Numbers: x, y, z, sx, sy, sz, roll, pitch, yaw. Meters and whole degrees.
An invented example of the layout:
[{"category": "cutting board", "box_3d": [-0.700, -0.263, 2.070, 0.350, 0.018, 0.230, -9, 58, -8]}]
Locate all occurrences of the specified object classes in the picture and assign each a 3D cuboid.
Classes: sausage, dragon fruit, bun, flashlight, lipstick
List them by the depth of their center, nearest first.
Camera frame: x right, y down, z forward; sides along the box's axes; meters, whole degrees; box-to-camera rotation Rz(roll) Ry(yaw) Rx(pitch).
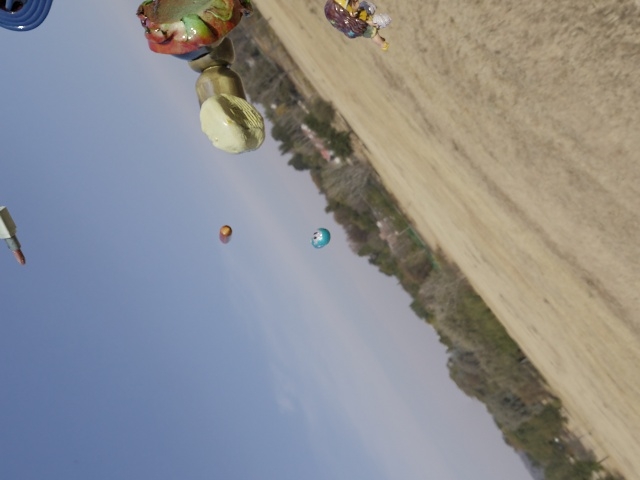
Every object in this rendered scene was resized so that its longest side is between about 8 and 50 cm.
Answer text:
[{"category": "lipstick", "box_3d": [-0.519, -0.005, 0.867, 0.025, 0.025, 0.107, -83, -16, -59]}, {"category": "dragon fruit", "box_3d": [-0.300, -0.528, 1.215, 0.130, 0.269, 0.295, 62, -163, -52]}, {"category": "flashlight", "box_3d": [0.000, 0.000, 1.440, 0.051, 0.051, 0.129, 53, 168, 8]}, {"category": "bun", "box_3d": [-0.287, -0.367, 1.685, 0.230, 0.145, 0.229, 23, -146, -16]}, {"category": "sausage", "box_3d": [-0.312, -0.020, 1.709, 0.041, 0.039, 0.131, 47, 162, 1]}]

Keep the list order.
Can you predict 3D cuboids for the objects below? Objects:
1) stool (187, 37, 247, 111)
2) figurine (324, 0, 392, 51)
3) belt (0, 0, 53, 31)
[{"category": "stool", "box_3d": [-0.379, -0.588, 1.912, 0.179, 0.179, 0.264, -46, -59, -83]}, {"category": "figurine", "box_3d": [0.120, -0.660, 1.557, 0.240, 0.115, 0.174, 12, -147, -34]}, {"category": "belt", "box_3d": [-0.644, -0.608, 1.062, 0.213, 0.347, 0.117, 12, -124, -19]}]
